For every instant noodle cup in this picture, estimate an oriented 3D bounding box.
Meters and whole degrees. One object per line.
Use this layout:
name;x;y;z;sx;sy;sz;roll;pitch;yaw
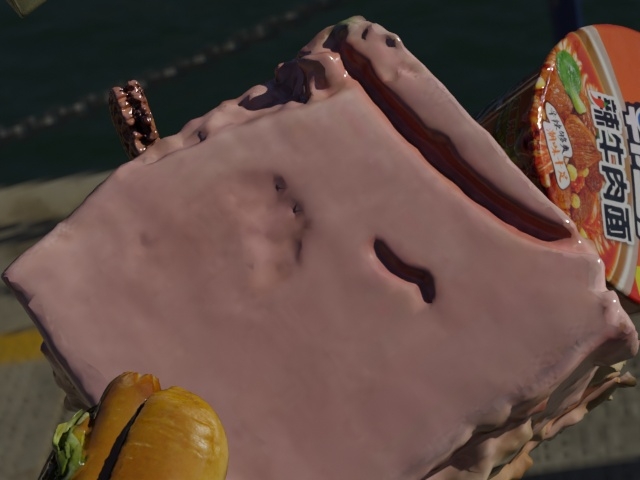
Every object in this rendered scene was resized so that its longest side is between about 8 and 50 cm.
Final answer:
instant noodle cup;0.206;-0.031;1.545;0.192;0.250;0.250;-27;10;48

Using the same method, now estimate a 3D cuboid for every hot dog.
hot dog;-0.111;0.163;0.803;0.100;0.068;0.249;-14;42;34

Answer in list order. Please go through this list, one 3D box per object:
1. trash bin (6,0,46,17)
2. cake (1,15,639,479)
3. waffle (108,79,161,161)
trash bin;-0.130;-0.161;0.917;0.092;0.043;0.061;-34;44;-10
cake;-0.002;0.062;1.139;0.314;0.293;0.307;-40;-12;-4
waffle;-0.137;-0.081;1.372;0.029;0.075;0.083;-20;3;-10
